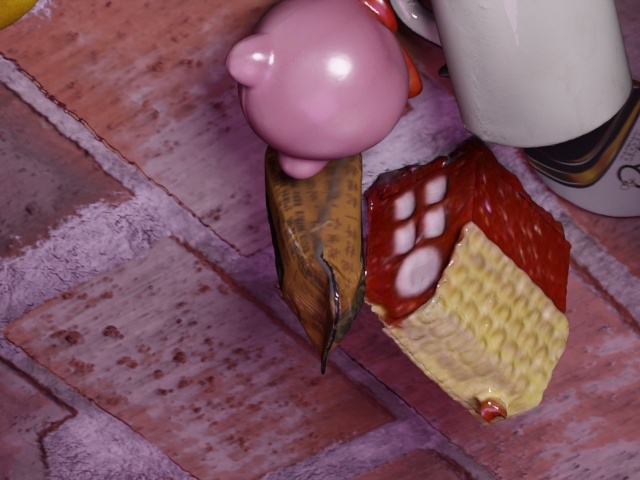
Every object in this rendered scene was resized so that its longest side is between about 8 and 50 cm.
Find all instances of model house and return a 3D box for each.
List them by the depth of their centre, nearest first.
[{"bbox_3d":[0.149,0.055,1.956,0.160,0.254,0.196,-28,127,28],"label":"model house"}]

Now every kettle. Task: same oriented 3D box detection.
[{"bbox_3d":[0.154,-0.233,1.723,0.240,0.165,0.255,10,137,35],"label":"kettle"}]

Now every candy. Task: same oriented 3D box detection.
[{"bbox_3d":[0.000,0.000,1.913,0.101,0.271,0.143,-4,141,-4],"label":"candy"}]

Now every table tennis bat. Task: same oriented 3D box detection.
[{"bbox_3d":[0.269,-0.120,1.921,0.301,0.022,0.173,35,129,-27],"label":"table tennis bat"}]

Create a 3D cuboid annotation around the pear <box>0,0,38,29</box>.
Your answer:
[{"bbox_3d":[-0.335,-0.285,1.715,0.208,0.209,0.209,4,137,4],"label":"pear"}]

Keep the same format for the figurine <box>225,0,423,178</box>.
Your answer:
[{"bbox_3d":[0.002,-0.156,1.817,0.173,0.173,0.173,4,137,4],"label":"figurine"}]
